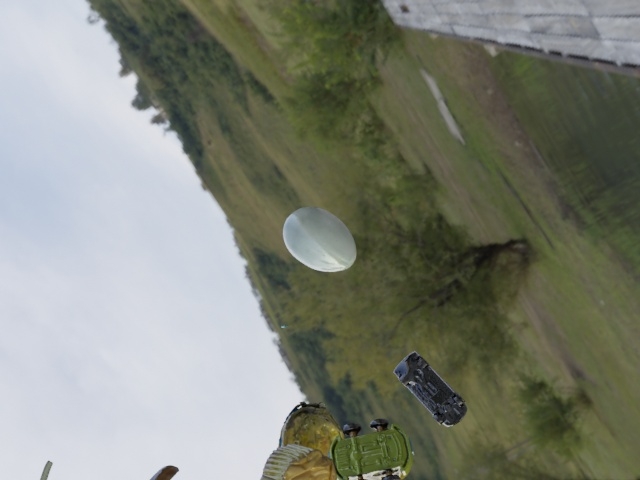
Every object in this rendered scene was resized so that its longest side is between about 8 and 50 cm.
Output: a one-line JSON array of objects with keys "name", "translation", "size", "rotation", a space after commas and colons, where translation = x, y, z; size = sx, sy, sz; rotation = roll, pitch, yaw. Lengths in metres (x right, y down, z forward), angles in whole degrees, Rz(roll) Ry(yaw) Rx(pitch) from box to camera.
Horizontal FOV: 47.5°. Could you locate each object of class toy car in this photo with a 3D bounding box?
[{"name": "toy car", "translation": [0.285, 0.381, 1.859], "size": [0.209, 0.089, 0.108], "rotation": [46, 180, 18]}, {"name": "toy car", "translation": [0.152, 0.645, 2.139], "size": [0.142, 0.248, 0.200], "rotation": [74, -172, -53]}]

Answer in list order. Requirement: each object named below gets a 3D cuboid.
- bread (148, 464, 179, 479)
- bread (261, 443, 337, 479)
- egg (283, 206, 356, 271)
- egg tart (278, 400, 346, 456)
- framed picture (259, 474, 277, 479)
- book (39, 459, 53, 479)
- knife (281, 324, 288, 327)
[{"name": "bread", "translation": [-0.459, 0.676, 2.022], "size": [0.044, 0.129, 0.126], "rotation": [45, 146, -1]}, {"name": "bread", "translation": [-0.049, 0.615, 1.728], "size": [0.179, 0.133, 0.250], "rotation": [-13, -90, -41]}, {"name": "egg", "translation": [0.000, 0.000, 1.890], "size": [0.209, 0.151, 0.151], "rotation": [35, -175, 10]}, {"name": "egg tart", "translation": [-0.008, 0.655, 2.330], "size": [0.291, 0.107, 0.290], "rotation": [12, -108, -40]}, {"name": "framed picture", "translation": [-0.075, 0.520, 1.391], "size": [0.149, 0.109, 0.011], "rotation": [29, 175, -26]}, {"name": "book", "translation": [-0.593, 0.561, 1.507], "size": [0.016, 0.198, 0.138], "rotation": [17, -136, -13]}, {"name": "knife", "translation": [-0.078, 0.189, 1.597], "size": [0.091, 0.014, 0.005], "rotation": [87, 164, -84]}]
